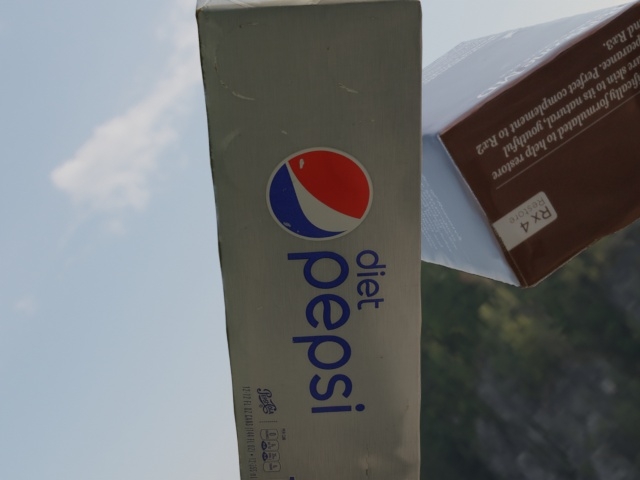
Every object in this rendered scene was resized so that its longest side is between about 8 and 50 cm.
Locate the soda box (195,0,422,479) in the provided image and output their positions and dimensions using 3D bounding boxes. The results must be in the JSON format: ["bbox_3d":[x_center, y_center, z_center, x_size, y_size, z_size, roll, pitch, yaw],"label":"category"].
[{"bbox_3d":[0.000,0.000,0.625,0.091,0.098,0.286,-93,0,-58],"label":"soda box"}]

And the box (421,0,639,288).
[{"bbox_3d":[0.142,-0.080,1.058,0.191,0.143,0.381,-34,12,-10],"label":"box"}]
